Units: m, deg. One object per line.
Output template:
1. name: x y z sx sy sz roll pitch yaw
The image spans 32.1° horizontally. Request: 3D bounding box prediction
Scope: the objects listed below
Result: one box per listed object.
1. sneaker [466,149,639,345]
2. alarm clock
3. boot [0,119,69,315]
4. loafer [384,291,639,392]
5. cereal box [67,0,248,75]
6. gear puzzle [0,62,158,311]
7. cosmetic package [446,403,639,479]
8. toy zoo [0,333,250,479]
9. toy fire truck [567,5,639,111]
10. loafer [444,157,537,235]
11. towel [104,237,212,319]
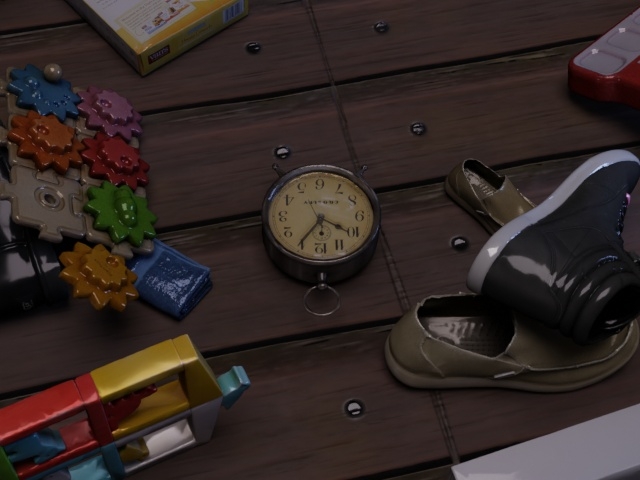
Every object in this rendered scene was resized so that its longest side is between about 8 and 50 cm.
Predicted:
1. sneaker: 0.286 0.011 1.131 0.147 0.104 0.296 36 45 22
2. alarm clock: 0.000 0.000 1.208 0.129 0.064 0.192 1 56 -2
3. boot: -0.401 -0.007 1.177 0.207 0.094 0.246 -18 66 -17
4. loafer: 0.202 0.098 1.137 0.269 0.092 0.101 -7 58 -6
5. cereal box: -0.231 -0.332 1.417 0.173 0.047 0.240 -35 65 -22
6. gear puzzle: -0.251 -0.066 1.177 0.176 0.044 0.338 16 42 -32
7. cosmetic package: 0.238 0.221 1.059 0.239 0.099 0.060 -16 62 -11
8. toy zoo: -0.203 0.176 1.014 0.293 0.192 0.030 -22 61 -14
9. toy fire truck: 0.479 -0.237 1.332 0.302 0.169 0.254 -39 48 -24
10. loafer: 0.202 -0.040 1.248 0.148 0.050 0.056 35 63 18
11. towel: -0.180 0.033 1.201 0.119 0.029 0.067 30 62 16
